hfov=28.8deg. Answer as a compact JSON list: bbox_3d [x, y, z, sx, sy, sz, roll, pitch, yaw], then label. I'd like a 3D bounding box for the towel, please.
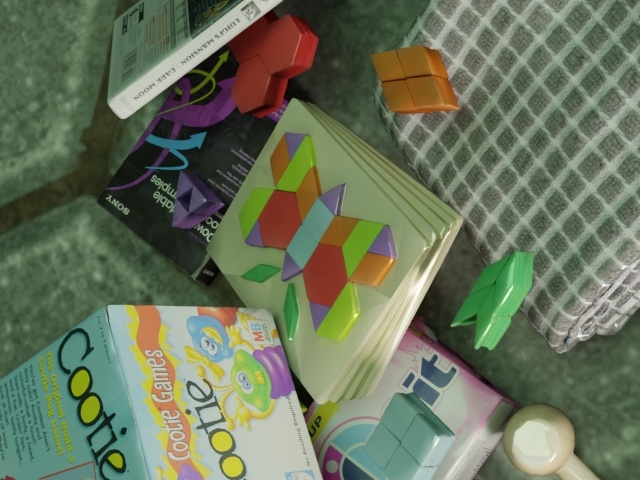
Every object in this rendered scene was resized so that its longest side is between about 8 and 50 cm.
[{"bbox_3d":[0.175,-0.103,0.767,0.235,0.121,0.283,56,130,25],"label":"towel"}]

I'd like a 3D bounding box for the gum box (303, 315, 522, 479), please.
[{"bbox_3d":[0.042,0.147,0.846,0.107,0.062,0.188,35,92,25],"label":"gum box"}]

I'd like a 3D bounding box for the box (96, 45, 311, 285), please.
[{"bbox_3d":[-0.087,-0.062,0.969,0.116,0.029,0.162,35,94,25],"label":"box"}]

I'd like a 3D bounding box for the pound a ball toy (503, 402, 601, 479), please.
[{"bbox_3d":[0.162,0.269,0.729,0.208,0.136,0.319,-47,66,6],"label":"pound a ball toy"}]

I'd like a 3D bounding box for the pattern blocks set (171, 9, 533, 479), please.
[{"bbox_3d":[0.000,0.000,0.823,0.325,0.026,0.285,31,105,44],"label":"pattern blocks set"}]

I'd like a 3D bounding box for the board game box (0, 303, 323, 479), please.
[{"bbox_3d":[-0.151,0.162,0.829,0.275,0.142,0.144,-33,66,36],"label":"board game box"}]

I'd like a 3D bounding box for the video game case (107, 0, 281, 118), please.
[{"bbox_3d":[-0.086,-0.180,0.939,0.173,0.022,0.190,-35,26,11],"label":"video game case"}]
